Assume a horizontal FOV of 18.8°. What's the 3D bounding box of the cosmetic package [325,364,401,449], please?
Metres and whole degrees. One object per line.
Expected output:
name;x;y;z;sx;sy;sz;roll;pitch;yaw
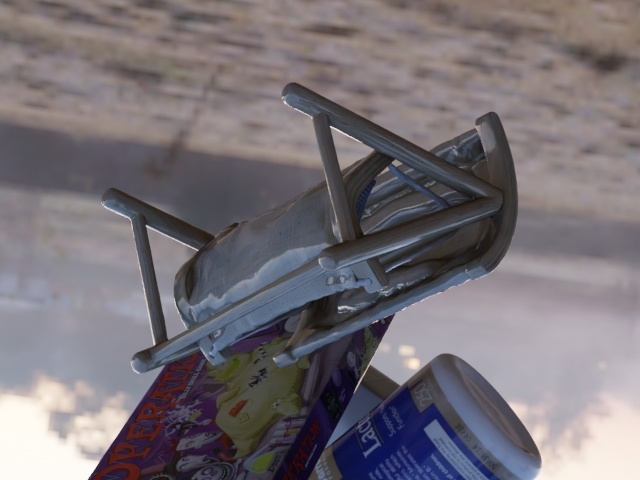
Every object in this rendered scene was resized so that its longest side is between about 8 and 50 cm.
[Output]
cosmetic package;0.046;0.212;2.105;0.238;0.127;0.107;33;-169;23

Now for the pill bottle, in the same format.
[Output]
pill bottle;0.072;0.245;1.883;0.153;0.265;0.153;47;-170;-11

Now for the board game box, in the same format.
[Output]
board game box;-0.074;0.154;1.850;0.208;0.056;0.347;-11;-153;28

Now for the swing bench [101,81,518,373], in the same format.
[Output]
swing bench;0.000;0.000;1.627;0.255;0.165;0.253;6;155;-44
